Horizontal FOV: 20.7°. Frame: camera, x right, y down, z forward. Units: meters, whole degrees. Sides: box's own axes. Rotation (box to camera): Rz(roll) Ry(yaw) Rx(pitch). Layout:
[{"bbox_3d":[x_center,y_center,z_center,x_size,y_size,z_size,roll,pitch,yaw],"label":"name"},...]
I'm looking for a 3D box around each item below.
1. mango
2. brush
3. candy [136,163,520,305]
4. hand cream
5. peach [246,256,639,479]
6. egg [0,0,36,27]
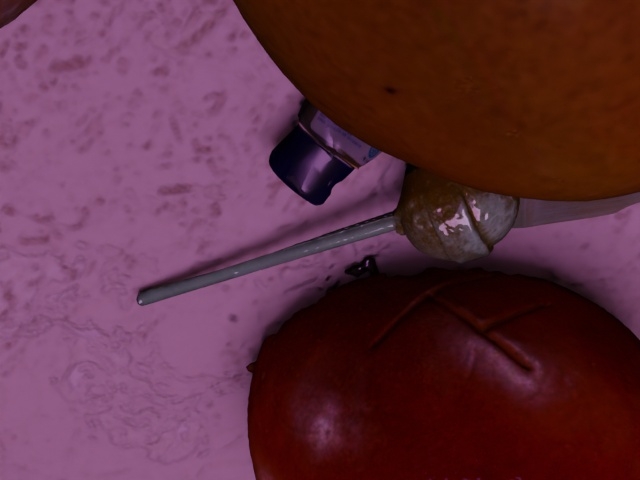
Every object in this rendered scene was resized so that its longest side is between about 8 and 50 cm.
[{"bbox_3d":[0.066,-0.185,0.600,0.264,0.221,0.378,-31,122,-21],"label":"mango"},{"bbox_3d":[0.170,-0.026,0.873,0.178,0.030,0.033,-10,136,0],"label":"brush"},{"bbox_3d":[0.000,0.000,0.865,0.202,0.061,0.061,-17,126,16],"label":"candy"},{"bbox_3d":[0.041,-0.083,0.815,0.062,0.039,0.163,37,108,-26],"label":"hand cream"},{"bbox_3d":[0.072,0.105,0.895,0.196,0.226,0.190,-62,153,-5],"label":"peach"},{"bbox_3d":[-0.158,-0.170,0.625,0.203,0.203,0.245,8,130,-12],"label":"egg"}]
